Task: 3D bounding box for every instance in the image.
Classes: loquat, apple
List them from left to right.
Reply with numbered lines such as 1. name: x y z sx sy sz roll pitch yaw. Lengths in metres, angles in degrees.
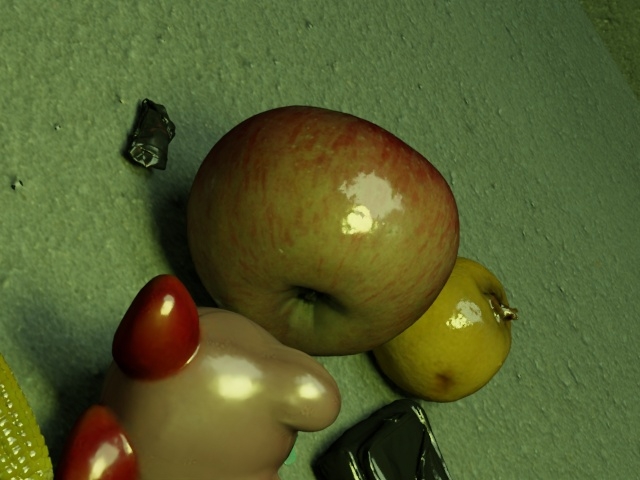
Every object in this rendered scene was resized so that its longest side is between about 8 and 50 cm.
1. apple: 0.000 0.000 1.894 0.345 0.345 0.269 39 61 -29
2. loquat: 0.167 0.119 2.123 0.208 0.208 0.208 34 40 -35

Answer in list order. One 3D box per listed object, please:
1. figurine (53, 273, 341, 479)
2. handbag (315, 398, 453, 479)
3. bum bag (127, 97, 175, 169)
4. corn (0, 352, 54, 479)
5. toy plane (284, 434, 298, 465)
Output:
1. figurine: -0.142 0.170 1.642 0.261 0.269 0.211 20 8 -25
2. handbag: 0.123 0.350 1.988 0.275 0.088 0.244 60 28 3
3. bum bag: -0.212 -0.132 1.955 0.058 0.034 0.124 35 38 -19
4. corn: -0.368 0.112 1.457 0.344 0.131 0.131 58 32 -4
5. toy plane: -0.113 0.189 1.818 0.235 0.060 0.096 45 21 -15
